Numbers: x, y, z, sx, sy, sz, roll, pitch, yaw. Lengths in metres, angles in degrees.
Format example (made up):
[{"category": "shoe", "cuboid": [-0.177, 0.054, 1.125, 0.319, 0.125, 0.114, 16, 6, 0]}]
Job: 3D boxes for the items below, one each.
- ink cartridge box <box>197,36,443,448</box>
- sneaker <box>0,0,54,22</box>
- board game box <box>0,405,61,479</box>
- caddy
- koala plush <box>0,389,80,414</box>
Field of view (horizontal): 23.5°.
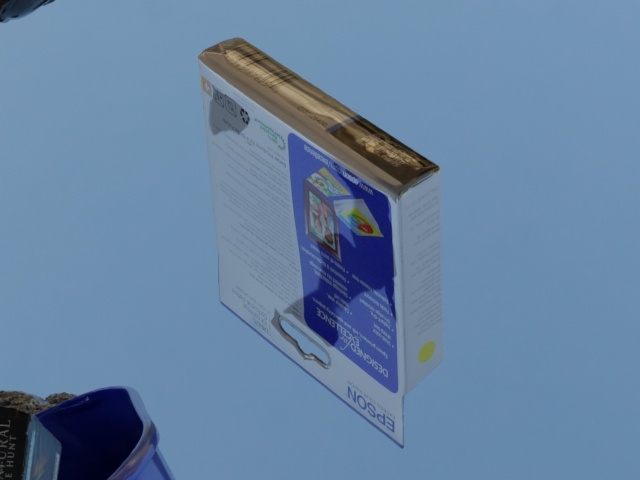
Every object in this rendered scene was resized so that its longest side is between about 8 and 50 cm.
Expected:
[{"category": "ink cartridge box", "cuboid": [0.000, 0.000, 1.479, 0.072, 0.307, 0.303, -30, -135, -27]}, {"category": "sneaker", "cuboid": [-0.104, -0.169, 0.395, 0.109, 0.286, 0.130, 16, -118, 28]}, {"category": "board game box", "cuboid": [-0.159, 0.184, 0.768, 0.026, 0.126, 0.186, 5, -106, -1]}, {"category": "caddy", "cuboid": [-0.215, 0.216, 1.139, 0.241, 0.341, 0.179, -31, -78, -8]}, {"category": "koala plush", "cuboid": [-0.357, 0.210, 1.576, 0.221, 0.203, 0.196, 23, -105, 4]}]
